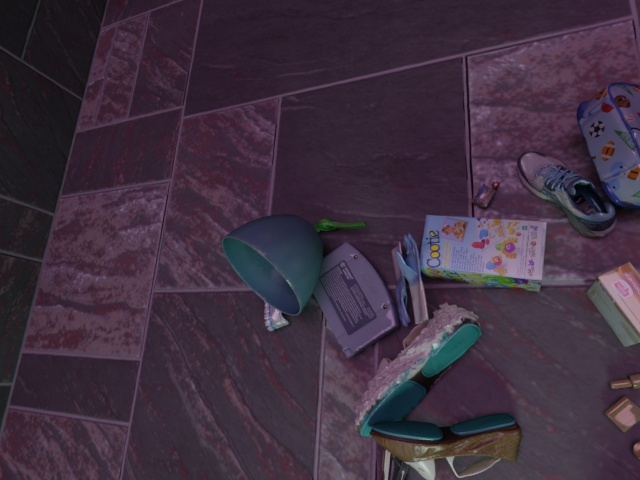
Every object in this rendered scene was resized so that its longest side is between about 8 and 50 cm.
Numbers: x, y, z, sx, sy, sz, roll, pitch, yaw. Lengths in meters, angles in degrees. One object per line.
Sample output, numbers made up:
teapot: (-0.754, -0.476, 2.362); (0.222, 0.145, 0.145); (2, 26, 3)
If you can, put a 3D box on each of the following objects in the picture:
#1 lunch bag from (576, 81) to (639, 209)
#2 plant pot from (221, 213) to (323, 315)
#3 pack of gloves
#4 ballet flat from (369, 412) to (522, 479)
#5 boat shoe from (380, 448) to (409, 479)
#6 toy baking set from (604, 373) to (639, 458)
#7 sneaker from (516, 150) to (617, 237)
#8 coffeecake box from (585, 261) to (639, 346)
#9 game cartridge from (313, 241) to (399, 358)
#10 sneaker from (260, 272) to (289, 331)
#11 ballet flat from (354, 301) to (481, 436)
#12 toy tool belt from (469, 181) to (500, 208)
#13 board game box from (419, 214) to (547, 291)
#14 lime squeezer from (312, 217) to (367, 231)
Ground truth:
lunch bag: (0.732, -0.204, 0.974); (0.243, 0.115, 0.304); (1, 70, -21)
plant pot: (-0.105, 0.040, 1.214); (0.290, 0.290, 0.195); (28, 59, 29)
pack of gloves: (0.210, 0.106, 1.121); (0.046, 0.195, 0.232); (-1, 71, -9)
ballet flat: (0.289, 0.478, 0.988); (0.342, 0.116, 0.124); (-6, 86, 2)
boat shoe: (0.180, 0.604, 1.037); (0.079, 0.084, 0.233); (9, 82, 2)
toy baking set: (0.739, 0.364, 0.885); (0.256, 0.030, 0.197); (-21, 69, 18)
sneaker: (0.605, -0.137, 1.052); (0.110, 0.122, 0.283); (-42, 61, 7)
coffeecake box: (0.646, 0.140, 0.907); (0.068, 0.185, 0.142); (-30, 64, 13)
game cartridge: (0.092, 0.158, 1.227); (0.196, 0.060, 0.294); (-37, 59, 15)
sneaker: (-0.133, 0.179, 1.331); (0.082, 0.071, 0.191); (-14, 75, 12)
ballet flat: (0.232, 0.319, 1.094); (0.409, 0.147, 0.147); (-45, 61, 3)
toy tool belt: (0.443, -0.130, 1.166); (0.051, 0.052, 0.083); (29, 86, 21)
board game box: (0.404, 0.031, 1.079); (0.275, 0.142, 0.144); (6, 76, 26)
lime squeezer: (0.000, 0.000, 1.322); (0.310, 0.059, 0.110); (-35, 69, 20)
